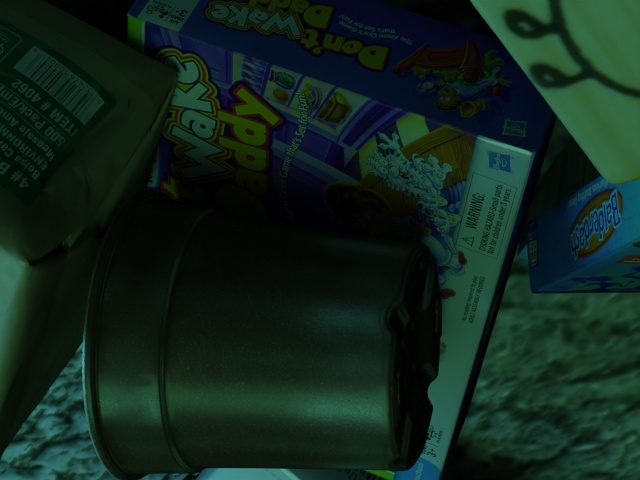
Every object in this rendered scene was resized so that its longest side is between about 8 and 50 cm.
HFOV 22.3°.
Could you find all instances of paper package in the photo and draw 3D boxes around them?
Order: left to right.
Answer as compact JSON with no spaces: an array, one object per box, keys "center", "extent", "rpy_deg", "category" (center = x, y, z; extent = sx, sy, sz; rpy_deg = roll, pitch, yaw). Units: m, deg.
[{"center":[-0.284,-0.036,0.945],"extent":[0.325,0.168,0.309],"rpy_deg":[30,142,3],"category":"paper package"}]

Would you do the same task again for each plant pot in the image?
[{"center":[-0.024,0.059,0.907],"extent":[0.165,0.167,0.167],"rpy_deg":[4,140,14],"category":"plant pot"}]

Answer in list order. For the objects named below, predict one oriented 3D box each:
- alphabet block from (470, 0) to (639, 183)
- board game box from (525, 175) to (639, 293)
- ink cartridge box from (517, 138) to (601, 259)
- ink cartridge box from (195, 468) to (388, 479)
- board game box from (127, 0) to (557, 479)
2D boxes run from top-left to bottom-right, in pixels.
[{"center":[0.164,-0.175,0.704],"extent":[0.192,0.193,0.197],"rpy_deg":[-18,132,34],"category":"alphabet block"},{"center":[0.218,-0.011,0.864],"extent":[0.160,0.047,0.210],"rpy_deg":[0,168,-11],"category":"board game box"},{"center":[0.153,-0.026,0.994],"extent":[0.028,0.048,0.083],"rpy_deg":[21,141,-9],"category":"ink cartridge box"},{"center":[0.000,0.309,1.335],"extent":[0.308,0.091,0.385],"rpy_deg":[39,139,-3],"category":"ink cartridge box"},{"center":[0.000,0.000,1.008],"extent":[0.233,0.078,0.347],"rpy_deg":[20,141,10],"category":"board game box"}]
